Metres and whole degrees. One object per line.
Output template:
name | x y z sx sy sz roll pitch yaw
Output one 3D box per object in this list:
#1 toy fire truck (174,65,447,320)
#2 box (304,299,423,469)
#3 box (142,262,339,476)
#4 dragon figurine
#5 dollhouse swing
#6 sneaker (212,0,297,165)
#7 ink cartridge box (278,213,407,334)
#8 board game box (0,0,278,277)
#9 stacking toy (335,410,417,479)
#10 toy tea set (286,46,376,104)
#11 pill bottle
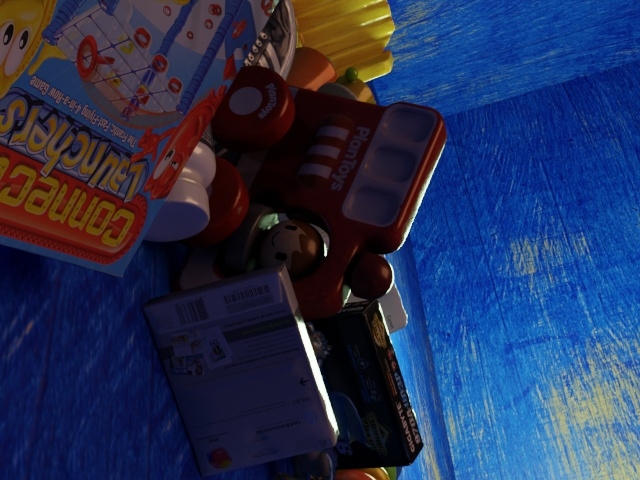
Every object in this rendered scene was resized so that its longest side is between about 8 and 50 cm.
toy fire truck | -0.020 -0.040 1.099 0.169 0.254 0.302 67 42 -57
box | 0.023 0.194 1.323 0.051 0.175 0.220 -39 115 -57
box | -0.077 0.130 0.992 0.038 0.145 0.186 -55 128 -75
dragon figurine | -0.003 0.240 1.252 0.144 0.085 0.289 -45 115 -49
dollhouse swing | 0.025 -0.475 2.064 0.305 0.315 0.347 -135 -155 -69
sneaker | -0.113 -0.218 1.241 0.153 0.099 0.282 39 63 -67
ink cartridge box | 0.000 0.000 1.441 0.283 0.117 0.207 -123 -171 -56
board game box | -0.152 -0.142 0.658 0.302 0.086 0.308 -61 164 -1
stacking toy | 0.063 0.347 1.474 0.330 0.141 0.141 -64 138 -68
toy tea set | 0.030 -0.160 1.571 0.124 0.200 0.336 -47 146 -32
pill bottle | -0.159 -0.096 0.992 0.108 0.108 0.180 55 22 -60
